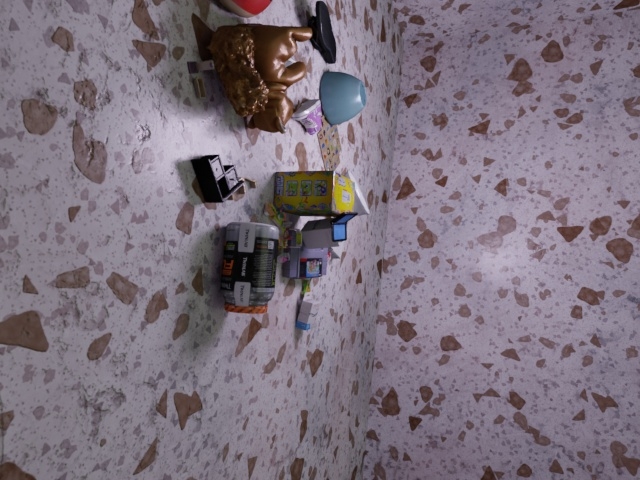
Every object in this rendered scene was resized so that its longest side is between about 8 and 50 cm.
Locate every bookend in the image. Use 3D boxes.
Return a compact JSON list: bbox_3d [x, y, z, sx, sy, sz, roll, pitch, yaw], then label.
[{"bbox_3d":[-0.342,-0.231,1.424,0.157,0.073,0.156,-57,142,-51],"label":"bookend"}]

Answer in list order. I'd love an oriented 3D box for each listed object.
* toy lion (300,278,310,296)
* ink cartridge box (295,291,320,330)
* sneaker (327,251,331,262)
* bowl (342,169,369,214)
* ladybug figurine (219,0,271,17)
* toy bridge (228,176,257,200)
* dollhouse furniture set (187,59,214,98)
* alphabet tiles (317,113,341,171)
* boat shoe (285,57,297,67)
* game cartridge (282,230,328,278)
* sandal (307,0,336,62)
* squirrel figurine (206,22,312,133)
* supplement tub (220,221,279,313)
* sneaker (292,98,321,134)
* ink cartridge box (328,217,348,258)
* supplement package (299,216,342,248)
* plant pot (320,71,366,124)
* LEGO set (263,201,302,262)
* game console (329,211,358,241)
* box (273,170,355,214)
[{"bbox_3d":[-0.070,0.257,2.179,0.096,0.034,0.100,43,53,-70],"label":"toy lion"},{"bbox_3d":[-0.057,0.356,2.130,0.104,0.060,0.179,5,101,-67],"label":"ink cartridge box"},{"bbox_3d":[0.025,0.096,2.366,0.067,0.042,0.118,72,32,-46],"label":"sneaker"},{"bbox_3d":[0.172,-0.259,2.494,0.297,0.134,0.297,60,12,-22],"label":"bowl"},{"bbox_3d":[-0.271,-0.939,1.398,0.449,0.162,0.304,7,86,-67],"label":"ladybug figurine"},{"bbox_3d":[-0.297,-0.208,1.593,0.188,0.026,0.063,-45,132,-58],"label":"toy bridge"},{"bbox_3d":[-0.356,-0.519,1.347,0.091,0.081,0.114,-44,132,-58],"label":"dollhouse furniture set"},{"bbox_3d":[0.055,-0.562,2.407,0.285,0.011,0.342,-61,145,-46],"label":"alphabet tiles"},{"bbox_3d":[-0.168,-0.751,1.792,0.099,0.116,0.319,-48,175,18],"label":"boat shoe"},{"bbox_3d":[-0.064,0.073,2.086,0.355,0.068,0.229,4,85,-60],"label":"game cartridge"},{"bbox_3d":[0.002,-1.035,2.142,0.446,0.107,0.167,31,62,-78],"label":"sandal"},{"bbox_3d":[-0.225,-0.560,1.497,0.397,0.281,0.369,-38,138,-49],"label":"squirrel figurine"},{"bbox_3d":[-0.255,0.098,1.511,0.194,0.194,0.315,15,78,-67],"label":"supplement tub"},{"bbox_3d":[-0.055,-0.582,2.033,0.282,0.102,0.160,-50,140,-55],"label":"sneaker"},{"bbox_3d":[0.080,-0.063,2.460,0.239,0.060,0.274,47,50,-53],"label":"ink cartridge box"},{"bbox_3d":[0.013,-0.034,1.973,0.105,0.180,0.105,-57,132,-47],"label":"supplement package"},{"bbox_3d":[0.145,-0.801,2.336,0.290,0.196,0.289,-1,90,-67],"label":"plant pot"},{"bbox_3d":[-0.153,-0.047,1.846,0.132,0.107,0.286,-52,139,-54],"label":"LEGO set"},{"bbox_3d":[0.111,-0.063,1.887,0.144,0.124,0.085,-6,64,-60],"label":"game console"},{"bbox_3d":[-0.022,-0.205,1.920,0.290,0.280,0.176,6,86,-68],"label":"box"}]
